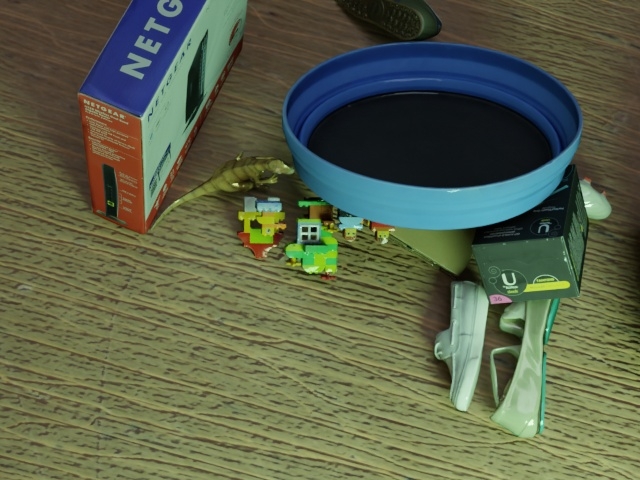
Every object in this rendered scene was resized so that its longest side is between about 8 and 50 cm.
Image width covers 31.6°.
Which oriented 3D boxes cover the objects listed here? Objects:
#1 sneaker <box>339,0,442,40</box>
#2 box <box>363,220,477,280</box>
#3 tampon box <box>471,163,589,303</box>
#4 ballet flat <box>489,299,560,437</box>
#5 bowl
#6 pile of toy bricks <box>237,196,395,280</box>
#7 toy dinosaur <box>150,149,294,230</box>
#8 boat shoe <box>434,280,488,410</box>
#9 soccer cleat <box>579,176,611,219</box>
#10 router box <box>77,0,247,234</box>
[{"bbox_3d":[0.103,-0.353,1.696,0.192,0.064,0.086,41,28,30],"label":"sneaker"},{"bbox_3d":[0.169,-0.064,1.590,0.164,0.021,0.201,32,65,7],"label":"box"},{"bbox_3d":[0.279,-0.007,1.482,0.120,0.101,0.161,-6,35,25],"label":"tampon box"},{"bbox_3d":[0.267,0.134,1.484,0.086,0.086,0.249,15,64,-2],"label":"ballet flat"},{"bbox_3d":[0.146,-0.145,1.502,0.391,0.077,0.391,-1,36,0],"label":"bowl"},{"bbox_3d":[0.000,0.000,1.489,0.212,0.118,0.105,0,98,-9],"label":"pile of toy bricks"},{"bbox_3d":[-0.128,-0.083,1.521,0.211,0.112,0.064,-22,89,25],"label":"toy dinosaur"},{"bbox_3d":[0.181,0.133,1.479,0.063,0.066,0.184,7,66,10],"label":"boat shoe"},{"bbox_3d":[0.313,-0.069,1.582,0.196,0.068,0.076,28,72,-8],"label":"soccer cleat"},{"bbox_3d":[-0.193,-0.219,1.452,0.082,0.301,0.336,22,65,3],"label":"router box"}]
